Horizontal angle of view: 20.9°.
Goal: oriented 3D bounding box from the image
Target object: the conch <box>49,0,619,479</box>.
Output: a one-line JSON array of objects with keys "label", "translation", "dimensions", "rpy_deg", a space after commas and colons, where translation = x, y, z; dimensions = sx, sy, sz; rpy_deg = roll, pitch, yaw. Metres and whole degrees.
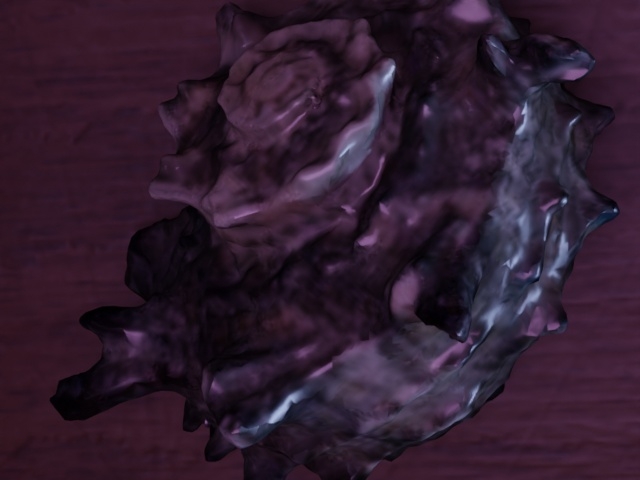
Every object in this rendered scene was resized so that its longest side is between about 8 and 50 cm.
[{"label": "conch", "translation": [0.001, -0.008, 0.810], "dimensions": [0.313, 0.186, 0.240], "rpy_deg": [-52, 60, 31]}]
